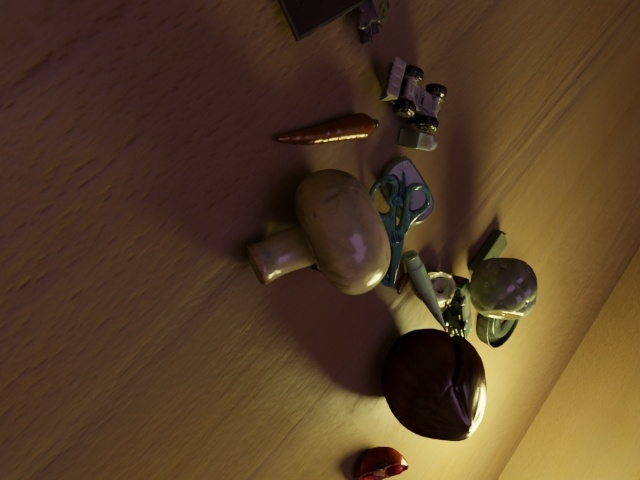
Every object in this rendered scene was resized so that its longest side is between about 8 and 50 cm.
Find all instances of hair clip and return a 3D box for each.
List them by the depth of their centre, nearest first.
[{"bbox_3d":[0.123,-0.580,1.362,0.146,0.056,0.187,-24,120,-46],"label":"hair clip"}]

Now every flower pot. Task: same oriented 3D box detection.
[{"bbox_3d":[0.657,0.177,2.000,0.246,0.246,0.195,26,64,-48],"label":"flower pot"}]

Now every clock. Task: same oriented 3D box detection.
[{"bbox_3d":[0.778,0.312,2.396,0.313,0.061,0.312,-20,120,-39],"label":"clock"}]

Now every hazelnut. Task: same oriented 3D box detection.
[{"bbox_3d":[0.399,0.487,1.878,0.359,0.359,0.409,-46,140,-23],"label":"hazelnut"}]

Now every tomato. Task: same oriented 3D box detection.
[{"bbox_3d":[0.214,0.798,2.001,0.189,0.099,0.173,-16,144,3],"label":"tomato"}]

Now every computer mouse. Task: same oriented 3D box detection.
[{"bbox_3d":[0.255,-0.143,1.665,0.128,0.079,0.231,-42,118,-15],"label":"computer mouse"}]

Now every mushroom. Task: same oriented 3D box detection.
[{"bbox_3d":[0.027,-0.021,1.324,0.356,0.315,0.315,-5,109,-44],"label":"mushroom"}]

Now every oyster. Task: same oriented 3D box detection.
[{"bbox_3d":[0.404,0.176,1.957,0.163,0.081,0.191,-9,112,-15],"label":"oyster"}]

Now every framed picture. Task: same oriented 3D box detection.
[{"bbox_3d":[-0.001,-0.575,1.225,0.250,0.016,0.184,-40,116,-25],"label":"framed picture"}]

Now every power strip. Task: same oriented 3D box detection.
[{"bbox_3d":[0.673,0.079,2.193,0.215,0.061,0.145,-51,134,-17],"label":"power strip"}]

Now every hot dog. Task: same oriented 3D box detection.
[{"bbox_3d":[0.273,0.140,1.838,0.083,0.021,0.037,-60,148,-10],"label":"hot dog"}]

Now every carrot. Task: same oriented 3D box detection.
[{"bbox_3d":[0.027,-0.269,1.387,0.336,0.069,0.069,-20,120,-36],"label":"carrot"}]

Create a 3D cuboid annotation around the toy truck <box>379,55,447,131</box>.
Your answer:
[{"bbox_3d":[0.246,-0.390,1.524,0.286,0.111,0.136,21,81,-46],"label":"toy truck"}]

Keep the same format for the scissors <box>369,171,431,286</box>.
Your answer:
[{"bbox_3d":[0.219,-0.020,1.654,0.032,0.180,0.392,-87,-179,-58],"label":"scissors"}]

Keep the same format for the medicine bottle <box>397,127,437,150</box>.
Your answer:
[{"bbox_3d":[0.292,-0.295,1.636,0.118,0.074,0.055,0,106,-46],"label":"medicine bottle"}]

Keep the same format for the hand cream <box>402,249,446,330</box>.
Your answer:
[{"bbox_3d":[0.356,0.168,1.857,0.058,0.085,0.331,-33,122,-3],"label":"hand cream"}]

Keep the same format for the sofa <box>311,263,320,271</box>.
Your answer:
[{"bbox_3d":[0.029,0.044,1.535,0.118,0.039,0.060,-14,117,-43],"label":"sofa"}]

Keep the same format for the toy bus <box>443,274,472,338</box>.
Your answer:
[{"bbox_3d":[0.515,0.250,2.087,0.109,0.091,0.261,-44,135,-39],"label":"toy bus"}]
